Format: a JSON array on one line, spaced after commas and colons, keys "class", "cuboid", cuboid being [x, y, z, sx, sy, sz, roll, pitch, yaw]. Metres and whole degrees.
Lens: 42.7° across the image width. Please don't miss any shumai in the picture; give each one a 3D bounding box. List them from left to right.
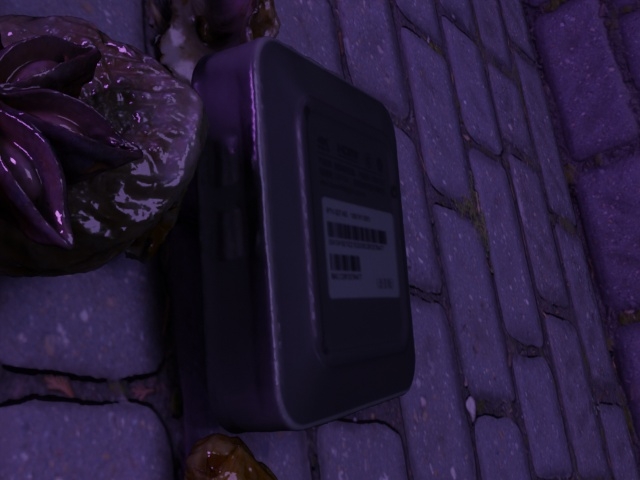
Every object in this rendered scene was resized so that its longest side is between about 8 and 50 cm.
[{"class": "shumai", "cuboid": [-0.233, -0.055, 0.701, 0.260, 0.222, 0.225, 6, 63, -16]}]

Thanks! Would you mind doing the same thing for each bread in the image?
[{"class": "bread", "cuboid": [-0.015, 0.330, 0.857, 0.077, 0.084, 0.368, -44, 118, -13]}]

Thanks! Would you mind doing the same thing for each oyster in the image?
[{"class": "oyster", "cuboid": [-0.120, -0.286, 0.995, 0.110, 0.166, 0.341, 28, 42, -50]}]

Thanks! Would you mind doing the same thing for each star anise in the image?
[{"class": "star anise", "cuboid": [-0.216, -0.079, 0.547, 0.196, 0.073, 0.212, 8, 52, -22]}]

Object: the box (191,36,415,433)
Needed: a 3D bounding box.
[{"class": "box", "cuboid": [0.001, 0.000, 0.943, 0.396, 0.111, 0.397, 5, 79, -66]}]
